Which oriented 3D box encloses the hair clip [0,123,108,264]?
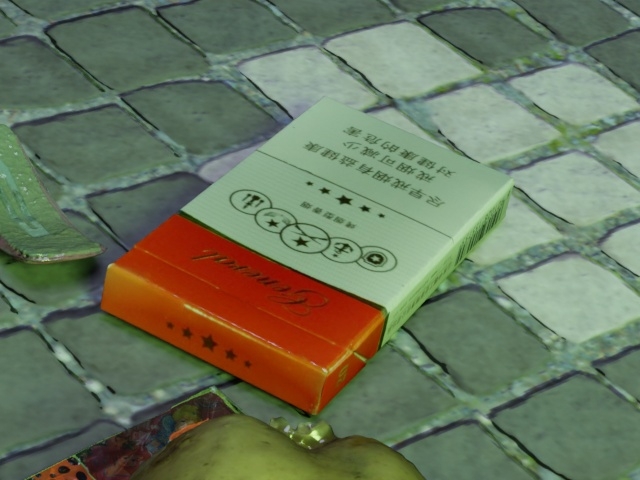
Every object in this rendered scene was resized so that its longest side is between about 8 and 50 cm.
[{"bbox_3d":[-0.169,-0.022,1.096,0.054,0.022,0.137,-13,41,-32],"label":"hair clip"}]

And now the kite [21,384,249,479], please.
[{"bbox_3d":[-0.055,0.108,0.959,0.222,0.008,0.125,9,35,-4],"label":"kite"}]

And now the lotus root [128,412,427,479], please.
[{"bbox_3d":[-0.016,0.174,0.761,0.160,0.146,0.284,-6,38,5],"label":"lotus root"}]

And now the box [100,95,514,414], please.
[{"bbox_3d":[0.000,0.000,1.105,0.139,0.035,0.245,25,37,16],"label":"box"}]
